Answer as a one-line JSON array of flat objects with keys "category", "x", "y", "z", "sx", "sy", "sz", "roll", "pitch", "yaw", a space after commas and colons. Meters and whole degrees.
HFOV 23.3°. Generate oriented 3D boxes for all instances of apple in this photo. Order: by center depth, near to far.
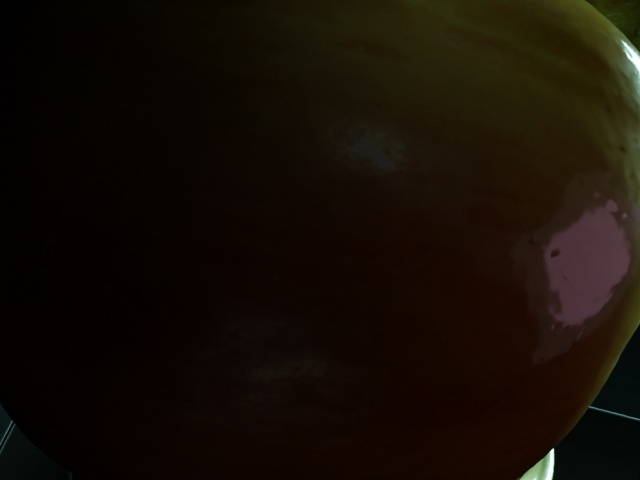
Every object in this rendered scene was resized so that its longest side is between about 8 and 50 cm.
[{"category": "apple", "x": 0.000, "y": 0.000, "z": 0.569, "sx": 0.242, "sy": 0.241, "sz": 0.242, "roll": 12, "pitch": 90, "yaw": -83}]

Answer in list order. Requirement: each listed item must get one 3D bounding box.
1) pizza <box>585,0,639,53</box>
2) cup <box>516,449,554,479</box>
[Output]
[{"category": "pizza", "x": 0.127, "y": -0.116, "z": 1.051, "sx": 0.287, "sy": 0.075, "sz": 0.280, "roll": -38, "pitch": -160, "yaw": -1}, {"category": "cup", "x": 0.003, "y": 0.086, "z": 0.976, "sx": 0.173, "sy": 0.202, "sz": 0.255, "roll": -10, "pitch": 74, "yaw": -62}]
